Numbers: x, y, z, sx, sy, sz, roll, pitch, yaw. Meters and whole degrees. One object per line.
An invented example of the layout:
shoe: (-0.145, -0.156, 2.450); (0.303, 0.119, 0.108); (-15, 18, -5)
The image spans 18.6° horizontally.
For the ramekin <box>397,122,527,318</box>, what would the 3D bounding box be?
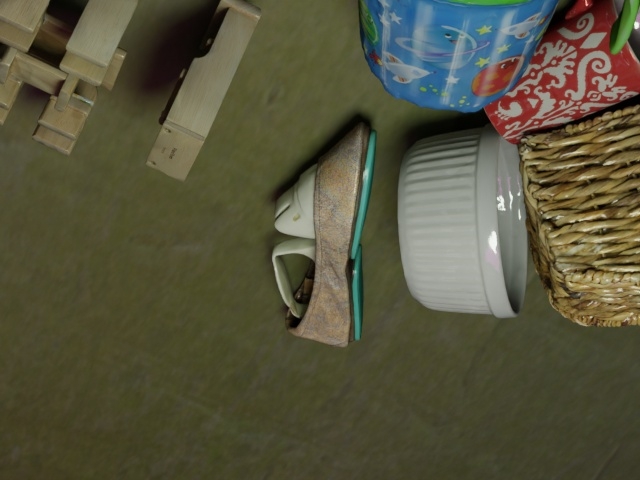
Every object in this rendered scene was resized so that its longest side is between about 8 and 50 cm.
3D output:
ramekin: (0.150, -0.019, 2.064); (0.109, 0.207, 0.207); (-4, 133, 14)

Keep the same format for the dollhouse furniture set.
dollhouse furniture set: (-0.206, -0.192, 1.929); (0.242, 0.161, 0.212); (25, 153, -6)

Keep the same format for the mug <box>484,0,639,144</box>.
mug: (0.247, -0.189, 1.993); (0.169, 0.150, 0.113); (-27, 167, 26)

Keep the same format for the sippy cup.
sippy cup: (0.131, -0.250, 1.852); (0.240, 0.305, 0.224); (-33, 153, -28)

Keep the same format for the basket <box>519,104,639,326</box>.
basket: (0.372, -0.009, 2.016); (0.299, 0.213, 0.223); (-16, 151, 1)

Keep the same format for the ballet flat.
ballet flat: (0.000, 0.000, 2.143); (0.106, 0.107, 0.316); (6, 131, 3)
